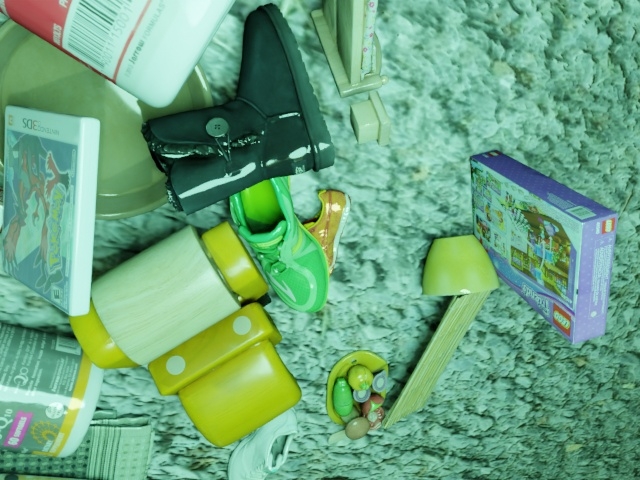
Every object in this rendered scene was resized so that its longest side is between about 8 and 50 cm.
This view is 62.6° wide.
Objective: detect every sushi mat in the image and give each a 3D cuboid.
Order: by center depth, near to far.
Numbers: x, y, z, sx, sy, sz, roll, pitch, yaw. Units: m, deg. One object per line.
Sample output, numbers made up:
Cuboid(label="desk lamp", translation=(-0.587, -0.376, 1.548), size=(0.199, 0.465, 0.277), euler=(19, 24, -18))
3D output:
Cuboid(label="sushi mat", translation=(0.224, 0.219, 1.005), size=(0.151, 0.019, 0.317), euler=(-3, 124, -48))

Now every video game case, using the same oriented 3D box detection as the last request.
Cuboid(label="video game case", translation=(-0.302, -0.040, 0.576), size=(0.023, 0.183, 0.201), euler=(-6, 107, -50))

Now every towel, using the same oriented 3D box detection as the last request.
Cuboid(label="towel", translation=(-0.448, 0.411, 0.870), size=(0.312, 0.056, 0.324), euler=(7, 113, -21))

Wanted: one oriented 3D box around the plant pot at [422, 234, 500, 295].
Cuboid(label="plant pot", translation=(0.242, 0.040, 0.927), size=(0.134, 0.134, 0.095), euler=(-6, 90, -19))

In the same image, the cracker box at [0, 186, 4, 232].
Cuboid(label="cracker box", translation=(-0.514, -0.028, 0.622), size=(0.232, 0.067, 0.156), euler=(24, 103, -29))

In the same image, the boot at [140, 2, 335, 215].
Cuboid(label="boot", translation=(-0.116, -0.166, 0.640), size=(0.207, 0.094, 0.246), euler=(-17, 74, -10))

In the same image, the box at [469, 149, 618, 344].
Cuboid(label="box", translation=(0.334, -0.005, 0.834), size=(0.057, 0.293, 0.201), euler=(-15, 119, -8))

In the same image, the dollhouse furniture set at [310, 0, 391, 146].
Cuboid(label="dollhouse furniture set", translation=(0.074, -0.335, 0.529), size=(0.173, 0.356, 0.303), euler=(-16, 158, -4))

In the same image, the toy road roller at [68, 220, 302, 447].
Cuboid(label="toy road roller", translation=(-0.139, 0.140, 0.695), size=(0.202, 0.329, 0.241), euler=(-31, 77, -6))

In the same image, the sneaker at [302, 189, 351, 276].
Cuboid(label="sneaker", translation=(0.000, 0.000, 0.851), size=(0.067, 0.064, 0.175), euler=(11, 105, -5))

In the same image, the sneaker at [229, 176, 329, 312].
Cuboid(label="sneaker", translation=(-0.072, -0.008, 0.760), size=(0.109, 0.123, 0.296), euler=(-11, 116, 19))

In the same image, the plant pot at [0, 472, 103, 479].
Cuboid(label="plant pot", translation=(-0.415, 0.479, 0.754), size=(0.236, 0.236, 0.212), euler=(18, 101, -25))

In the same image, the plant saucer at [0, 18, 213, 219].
Cuboid(label="plant saucer", translation=(-0.277, -0.161, 0.670), size=(0.277, 0.041, 0.278), euler=(-8, 116, -17))

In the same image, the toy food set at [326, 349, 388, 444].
Cuboid(label="toy food set", translation=(0.082, 0.320, 1.014), size=(0.128, 0.071, 0.218), euler=(-8, 116, -18))

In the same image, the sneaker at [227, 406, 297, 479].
Cuboid(label="sneaker", translation=(-0.105, 0.401, 0.966), size=(0.080, 0.094, 0.212), euler=(19, 106, -29))

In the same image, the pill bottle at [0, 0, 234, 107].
Cuboid(label="pill bottle", translation=(-0.265, -0.325, 0.474), size=(0.407, 0.229, 0.229), euler=(32, 99, -20))

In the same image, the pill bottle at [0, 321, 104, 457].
Cuboid(label="pill bottle", translation=(-0.447, 0.185, 0.692), size=(0.278, 0.162, 0.162), euler=(21, 105, -28))
